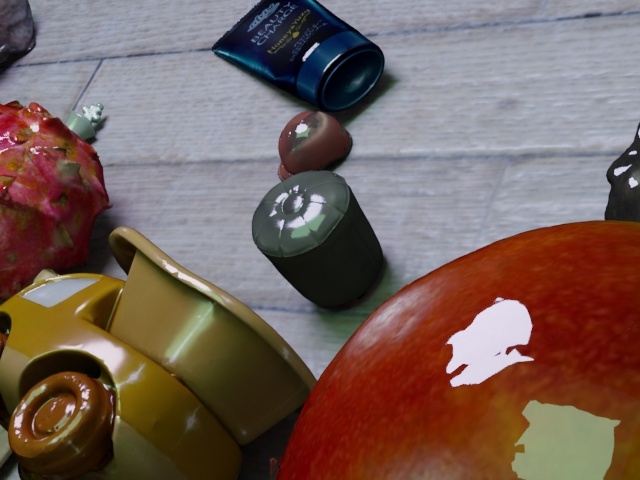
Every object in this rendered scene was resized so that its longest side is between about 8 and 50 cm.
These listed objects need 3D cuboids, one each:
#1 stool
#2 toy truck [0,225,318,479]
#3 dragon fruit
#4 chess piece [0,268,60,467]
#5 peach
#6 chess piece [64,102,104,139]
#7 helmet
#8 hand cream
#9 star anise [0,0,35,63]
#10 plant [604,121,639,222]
[{"bbox_3d":[0.000,0.000,1.213,0.096,0.110,0.096,-19,43,19],"label":"stool"},{"bbox_3d":[-0.160,0.127,1.139,0.288,0.204,0.211,21,64,45],"label":"toy truck"},{"bbox_3d":[-0.342,-0.027,1.401,0.268,0.210,0.205,-24,28,-23],"label":"dragon fruit"},{"bbox_3d":[-0.288,0.130,1.317,0.090,0.090,0.200,20,68,44],"label":"chess piece"},{"bbox_3d":[0.146,0.168,0.777,0.370,0.370,0.370,-20,44,20],"label":"peach"},{"bbox_3d":[-0.296,-0.103,1.566,0.059,0.059,0.149,22,62,45],"label":"chess piece"},{"bbox_3d":[-0.016,-0.097,1.359,0.084,0.049,0.065,-32,42,7],"label":"helmet"},{"bbox_3d":[-0.025,-0.208,1.474,0.120,0.061,0.270,-45,33,-2],"label":"hand cream"},{"bbox_3d":[-0.468,-0.227,1.765,0.198,0.110,0.257,-15,36,45],"label":"star anise"},{"bbox_3d":[0.343,0.000,0.907,0.181,0.194,0.321,-52,40,-10],"label":"plant"}]
